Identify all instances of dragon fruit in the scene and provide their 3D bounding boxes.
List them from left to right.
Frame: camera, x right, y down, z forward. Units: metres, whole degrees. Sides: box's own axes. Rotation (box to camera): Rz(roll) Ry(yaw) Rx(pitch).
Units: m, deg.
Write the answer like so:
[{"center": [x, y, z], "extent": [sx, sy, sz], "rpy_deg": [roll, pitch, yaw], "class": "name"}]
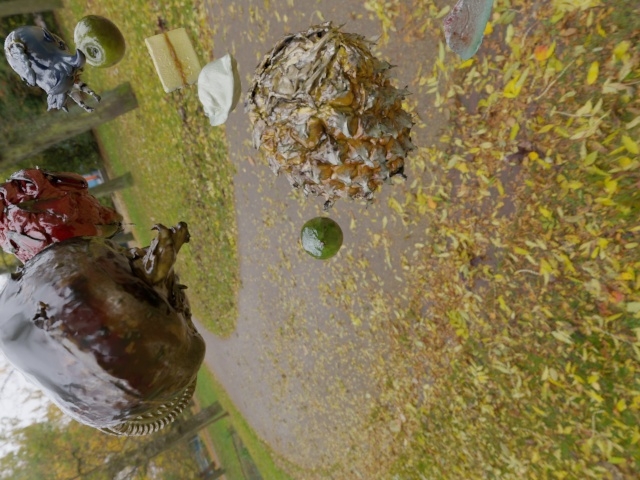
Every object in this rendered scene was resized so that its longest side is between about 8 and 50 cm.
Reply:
[{"center": [-0.577, -0.052, 0.908], "extent": [0.233, 0.292, 0.234], "rpy_deg": [9, 101, 53], "class": "dragon fruit"}]

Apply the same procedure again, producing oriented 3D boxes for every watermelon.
[{"center": [0.323, -0.498, 0.875], "extent": [0.081, 0.094, 0.180], "rpy_deg": [29, 100, 31], "class": "watermelon"}]

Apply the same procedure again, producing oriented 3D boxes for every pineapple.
[{"center": [0.022, -0.255, 0.836], "extent": [0.352, 0.352, 0.300], "rpy_deg": [52, -170, 30], "class": "pineapple"}]

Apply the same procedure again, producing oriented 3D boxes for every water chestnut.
[{"center": [-0.334, 0.114, 0.681], "extent": [0.335, 0.347, 0.335], "rpy_deg": [40, 164, 14], "class": "water chestnut"}]

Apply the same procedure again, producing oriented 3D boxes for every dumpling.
[{"center": [-0.255, -0.374, 1.026], "extent": [0.181, 0.111, 0.155], "rpy_deg": [120, 140, -77], "class": "dumpling"}]

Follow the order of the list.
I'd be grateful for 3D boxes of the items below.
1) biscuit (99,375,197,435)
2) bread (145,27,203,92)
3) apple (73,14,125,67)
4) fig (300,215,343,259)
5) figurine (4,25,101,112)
[{"center": [-0.425, 0.332, 0.950], "extent": [0.079, 0.259, 0.260], "rpy_deg": [-11, 100, 54], "class": "biscuit"}, {"center": [-0.524, -0.660, 1.455], "extent": [0.264, 0.167, 0.163], "rpy_deg": [-126, 15, -53], "class": "bread"}, {"center": [-0.897, -0.801, 1.631], "extent": [0.197, 0.196, 0.157], "rpy_deg": [101, 168, -48], "class": "apple"}, {"center": [0.000, 0.000, 1.100], "extent": [0.156, 0.123, 0.123], "rpy_deg": [-61, -44, -72], "class": "fig"}, {"center": [-0.772, -0.495, 1.153], "extent": [0.264, 0.175, 0.197], "rpy_deg": [31, 159, 21], "class": "figurine"}]
